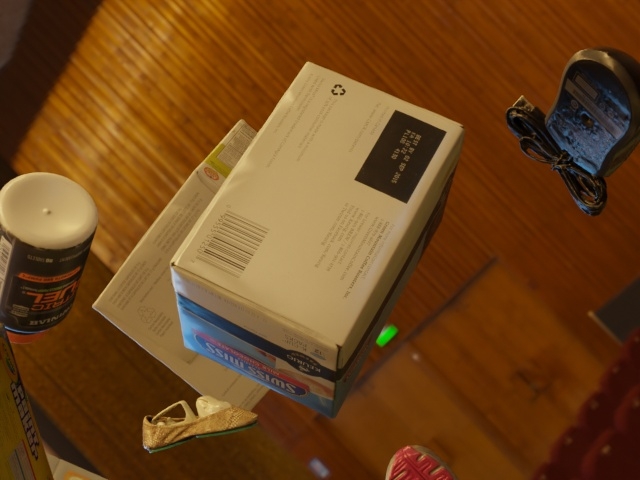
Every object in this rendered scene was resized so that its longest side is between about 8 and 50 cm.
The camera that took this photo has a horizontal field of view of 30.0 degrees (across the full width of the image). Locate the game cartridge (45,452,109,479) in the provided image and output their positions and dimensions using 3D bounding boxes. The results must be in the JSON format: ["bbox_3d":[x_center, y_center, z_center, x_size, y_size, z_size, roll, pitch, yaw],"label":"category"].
[{"bbox_3d":[-0.333,0.426,1.746,0.062,0.297,0.198,-61,10,18],"label":"game cartridge"}]

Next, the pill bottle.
[{"bbox_3d":[-0.380,0.035,1.581,0.130,0.130,0.245,-43,-14,-43],"label":"pill bottle"}]

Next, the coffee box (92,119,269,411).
[{"bbox_3d":[-0.146,0.045,2.168,0.337,0.338,0.334,-49,7,22],"label":"coffee box"}]

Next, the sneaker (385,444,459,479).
[{"bbox_3d":[0.155,0.359,1.555,0.103,0.252,0.111,-24,24,8],"label":"sneaker"}]

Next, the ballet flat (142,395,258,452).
[{"bbox_3d":[-0.197,0.281,1.876,0.206,0.067,0.073,-17,-2,20],"label":"ballet flat"}]

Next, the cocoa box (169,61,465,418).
[{"bbox_3d":[0.000,0.000,1.503,0.347,0.231,0.228,-59,-13,-27],"label":"cocoa box"}]

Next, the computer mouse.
[{"bbox_3d":[0.343,-0.161,1.493,0.072,0.188,0.272,-34,-14,-20],"label":"computer mouse"}]

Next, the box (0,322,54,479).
[{"bbox_3d":[-0.452,0.276,1.286,0.279,0.290,0.177,-13,11,4],"label":"box"}]
